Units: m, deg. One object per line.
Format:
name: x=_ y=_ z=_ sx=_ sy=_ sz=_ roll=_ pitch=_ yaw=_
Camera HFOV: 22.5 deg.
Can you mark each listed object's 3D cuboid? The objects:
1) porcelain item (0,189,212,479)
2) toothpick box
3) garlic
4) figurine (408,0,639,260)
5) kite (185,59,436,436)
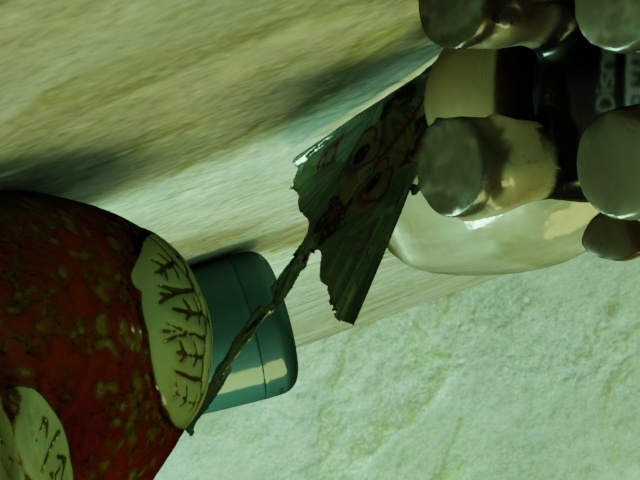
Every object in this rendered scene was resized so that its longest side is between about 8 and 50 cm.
porcelain item: x=-0.161 y=0.100 z=0.805 sx=0.253 sy=0.253 sz=0.253 roll=-19 pitch=173 yaw=-2
toothpick box: x=-0.119 y=0.087 z=1.288 sx=0.184 sy=0.120 sz=0.120 roll=-16 pitch=173 yaw=-10
garlic: x=0.133 y=-0.030 z=1.202 sx=0.143 sy=0.112 sz=0.318 roll=-18 pitch=-175 yaw=-31
figurine: x=0.233 y=-0.068 z=0.694 sx=0.412 sy=0.241 sz=0.306 roll=-6 pitch=169 yaw=-7
kite: x=-0.001 y=-0.001 z=0.837 sx=0.250 sy=0.012 sz=0.229 roll=-53 pitch=-162 yaw=11
